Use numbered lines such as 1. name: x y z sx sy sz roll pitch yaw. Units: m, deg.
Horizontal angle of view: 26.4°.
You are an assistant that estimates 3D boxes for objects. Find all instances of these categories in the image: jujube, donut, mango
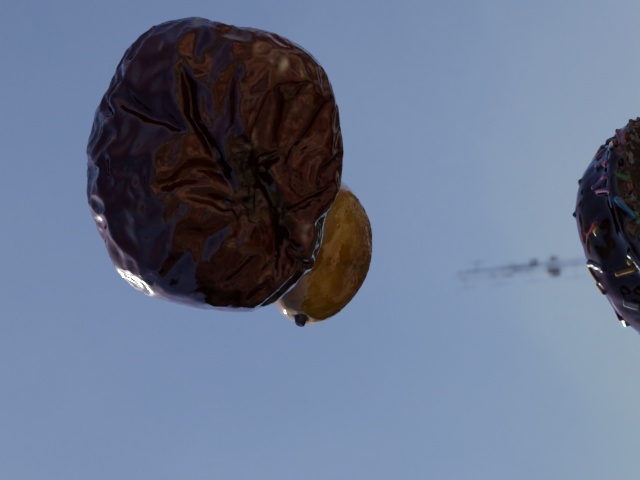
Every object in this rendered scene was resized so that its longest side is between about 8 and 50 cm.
1. jujube: -0.092 -0.060 1.128 0.213 0.213 0.232 7 -87 -67
2. donut: 0.323 -0.001 1.260 0.235 0.089 0.235 24 -130 -32
3. mango: 0.000 0.000 1.478 0.227 0.109 0.147 -82 10 -60
